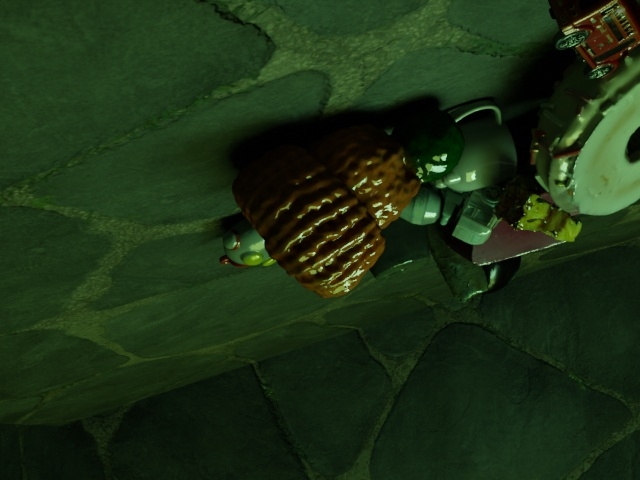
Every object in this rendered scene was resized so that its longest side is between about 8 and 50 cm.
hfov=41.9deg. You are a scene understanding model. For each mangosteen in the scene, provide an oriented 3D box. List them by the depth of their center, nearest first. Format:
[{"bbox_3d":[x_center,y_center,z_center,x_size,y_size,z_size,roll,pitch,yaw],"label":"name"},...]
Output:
[{"bbox_3d":[0.479,0.042,2.420,0.243,0.243,0.243,-16,164,-5],"label":"mangosteen"}]

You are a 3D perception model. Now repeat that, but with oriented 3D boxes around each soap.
[{"bbox_3d":[0.414,-0.050,1.946,0.233,0.128,0.359,-15,-173,-1],"label":"soap"}]

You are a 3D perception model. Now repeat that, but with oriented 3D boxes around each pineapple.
[{"bbox_3d":[0.397,-0.057,1.612,0.233,0.135,0.079,17,106,-48],"label":"pineapple"}]

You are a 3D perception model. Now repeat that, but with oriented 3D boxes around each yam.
[{"bbox_3d":[0.343,0.037,2.164,0.106,0.259,0.106,-23,161,-8],"label":"yam"}]

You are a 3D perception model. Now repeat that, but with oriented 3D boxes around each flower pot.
[{"bbox_3d":[0.184,0.008,2.076,0.235,0.148,0.235,-18,165,-5],"label":"flower pot"}]

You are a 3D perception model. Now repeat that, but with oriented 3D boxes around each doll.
[{"bbox_3d":[-0.093,-0.021,1.746,0.336,0.105,0.200,-28,163,31],"label":"doll"}]

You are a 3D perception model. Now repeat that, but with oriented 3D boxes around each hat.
[{"bbox_3d":[0.066,-0.099,1.441,0.400,0.285,0.285,-39,161,6],"label":"hat"}]

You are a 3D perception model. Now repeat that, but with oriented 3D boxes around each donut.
[{"bbox_3d":[0.532,-0.214,1.497,0.383,0.142,0.382,-23,140,-21],"label":"donut"}]

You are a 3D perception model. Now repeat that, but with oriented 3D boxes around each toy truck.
[{"bbox_3d":[0.404,-0.327,1.227,0.114,0.107,0.253,-25,163,27],"label":"toy truck"},{"bbox_3d":[0.244,-0.079,1.716,0.257,0.140,0.108,27,165,8],"label":"toy truck"}]

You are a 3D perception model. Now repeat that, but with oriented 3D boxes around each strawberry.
[{"bbox_3d":[0.486,-0.180,1.763,0.280,0.150,0.253,-13,-166,-39],"label":"strawberry"}]

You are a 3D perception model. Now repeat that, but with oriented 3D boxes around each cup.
[{"bbox_3d":[0.287,-0.168,1.596,0.142,0.134,0.173,-15,164,-9],"label":"cup"}]
